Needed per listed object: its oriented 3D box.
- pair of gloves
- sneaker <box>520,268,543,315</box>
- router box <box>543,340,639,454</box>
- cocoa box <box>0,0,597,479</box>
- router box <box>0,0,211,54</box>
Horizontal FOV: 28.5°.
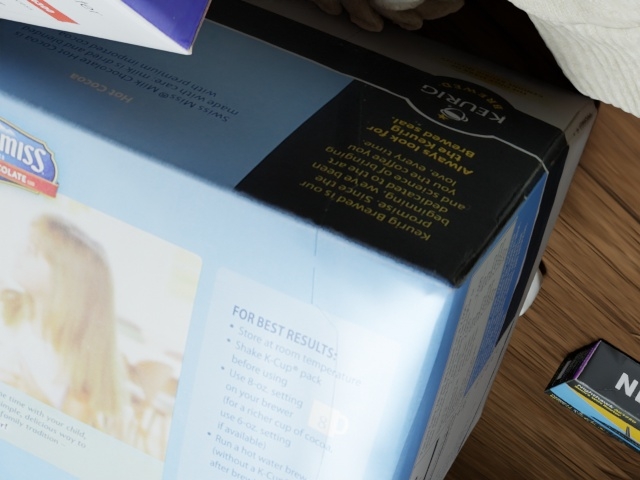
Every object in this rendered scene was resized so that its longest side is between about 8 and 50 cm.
[{"bbox_3d":[0.041,-0.131,0.523,0.240,0.042,0.204,31,170,36],"label":"pair of gloves"},{"bbox_3d":[0.000,0.000,0.928,0.365,0.150,0.135,29,176,-25],"label":"sneaker"},{"bbox_3d":[0.296,0.160,1.116,0.179,0.046,0.133,32,169,5],"label":"router box"},{"bbox_3d":[-0.074,-0.002,0.663,0.347,0.228,0.232,23,123,15],"label":"cocoa box"},{"bbox_3d":[-0.228,-0.185,0.398,0.301,0.082,0.335,16,170,32],"label":"router box"}]
